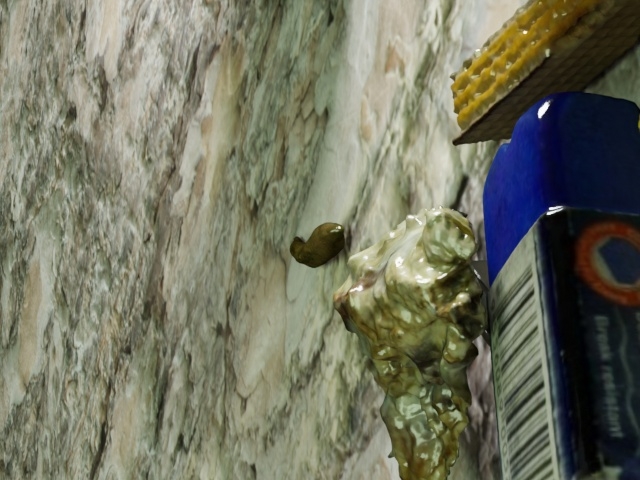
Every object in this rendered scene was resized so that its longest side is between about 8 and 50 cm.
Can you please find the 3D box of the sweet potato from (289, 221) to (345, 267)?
[{"bbox_3d":[-0.002,0.006,1.380,0.153,0.038,0.041,-21,50,68],"label":"sweet potato"}]

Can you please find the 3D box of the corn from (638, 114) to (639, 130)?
[{"bbox_3d":[0.282,-0.117,0.824,0.203,0.072,0.072,-52,47,47],"label":"corn"}]

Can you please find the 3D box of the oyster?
[{"bbox_3d":[0.067,0.079,1.074,0.354,0.107,0.201,99,167,-50],"label":"oyster"}]

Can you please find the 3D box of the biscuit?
[{"bbox_3d":[0.219,-0.182,0.916,0.379,0.094,0.054,-44,60,54],"label":"biscuit"}]

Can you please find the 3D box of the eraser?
[{"bbox_3d":[0.184,0.069,0.902,0.155,0.102,0.332,114,159,-58],"label":"eraser"}]

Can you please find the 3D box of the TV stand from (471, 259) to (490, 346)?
[{"bbox_3d":[0.191,0.110,1.021,0.256,0.049,0.040,56,139,43],"label":"TV stand"}]
